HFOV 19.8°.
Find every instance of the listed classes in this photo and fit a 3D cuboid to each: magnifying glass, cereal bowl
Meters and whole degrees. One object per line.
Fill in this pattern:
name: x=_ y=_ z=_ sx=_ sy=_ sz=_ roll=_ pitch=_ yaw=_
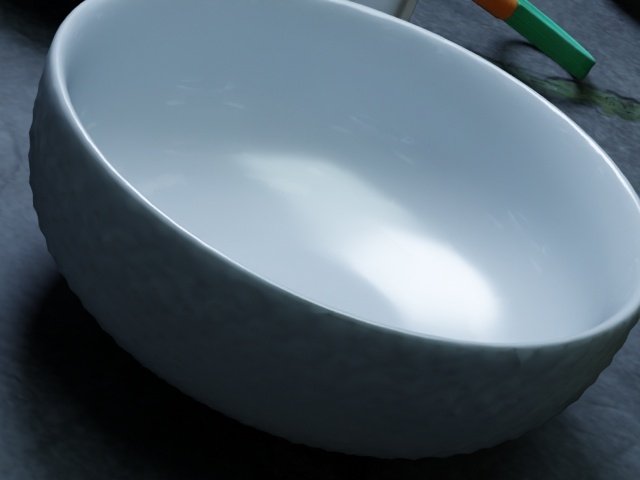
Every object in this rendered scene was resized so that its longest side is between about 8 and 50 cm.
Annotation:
magnifying glass: x=0.145 y=-0.172 z=1.374 sx=0.092 sy=0.026 sz=0.231 roll=46 pitch=15 yaw=26
cereal bowl: x=0.000 y=0.000 z=0.986 sx=0.339 sy=0.141 sz=0.339 roll=16 pitch=32 yaw=-10

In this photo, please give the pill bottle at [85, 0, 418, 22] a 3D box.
pill bottle: x=-0.085 y=-0.227 z=1.247 sx=0.323 sy=0.181 sz=0.181 roll=24 pitch=31 yaw=4
